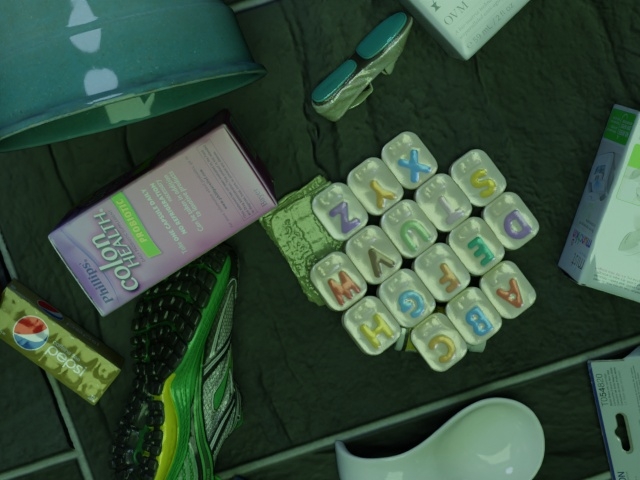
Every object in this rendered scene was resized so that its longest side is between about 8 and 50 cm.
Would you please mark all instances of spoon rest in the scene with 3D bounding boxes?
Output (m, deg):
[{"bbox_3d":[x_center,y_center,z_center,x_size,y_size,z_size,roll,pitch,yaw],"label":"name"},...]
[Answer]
[{"bbox_3d":[0.160,0.284,1.760,0.276,0.084,0.137,-8,101,-1],"label":"spoon rest"}]

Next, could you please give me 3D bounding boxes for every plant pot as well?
[{"bbox_3d":[-0.272,-0.302,1.525,0.341,0.341,0.334,-17,93,0],"label":"plant pot"}]

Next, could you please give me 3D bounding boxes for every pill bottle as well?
[{"bbox_3d":[0.155,0.117,1.739,0.116,0.065,0.065,6,100,-5],"label":"pill bottle"}]

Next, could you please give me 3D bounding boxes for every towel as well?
[{"bbox_3d":[0.000,0.000,1.729,0.110,0.027,0.148,-32,99,2],"label":"towel"}]

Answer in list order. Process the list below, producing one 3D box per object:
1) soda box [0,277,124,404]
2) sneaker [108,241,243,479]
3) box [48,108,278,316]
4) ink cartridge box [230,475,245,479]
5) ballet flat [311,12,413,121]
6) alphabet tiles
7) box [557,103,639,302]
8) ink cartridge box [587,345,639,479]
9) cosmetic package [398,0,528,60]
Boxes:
[{"bbox_3d":[-0.342,0.129,1.717,0.181,0.058,0.061,37,96,-9],"label":"soda box"},{"bbox_3d":[-0.165,0.168,1.718,0.146,0.134,0.343,12,93,-42],"label":"sneaker"},{"bbox_3d":[-0.184,-0.041,1.617,0.243,0.213,0.117,-33,100,3],"label":"box"},{"bbox_3d":[-0.018,0.541,1.753,0.395,0.166,0.285,31,97,-8],"label":"ink cartridge box"},{"bbox_3d":[0.059,-0.217,1.688,0.168,0.057,0.052,-42,127,8],"label":"ballet flat"},{"bbox_3d":[0.132,0.013,1.702,0.284,0.021,0.278,-36,90,-9],"label":"alphabet tiles"},{"bbox_3d":[0.471,-0.023,1.700,0.262,0.127,0.231,16,99,-6],"label":"box"},{"bbox_3d":[0.483,0.243,1.760,0.224,0.045,0.223,-5,108,30],"label":"ink cartridge box"},{"bbox_3d":[0.172,-0.376,1.617,0.224,0.138,0.225,-44,98,5],"label":"cosmetic package"}]
